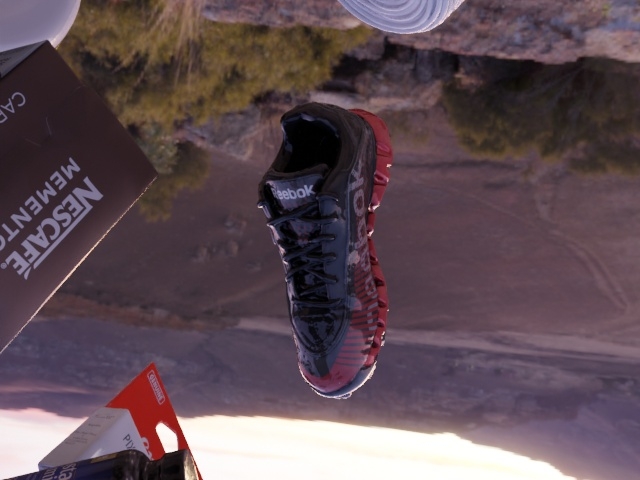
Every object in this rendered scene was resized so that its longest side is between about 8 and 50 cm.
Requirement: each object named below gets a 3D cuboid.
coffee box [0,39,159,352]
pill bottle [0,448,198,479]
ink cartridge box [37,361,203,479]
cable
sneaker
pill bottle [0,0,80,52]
[{"bbox_3d":[-0.237,-0.028,0.418,0.247,0.141,0.098,6,141,42],"label":"coffee box"},{"bbox_3d":[-0.250,0.305,0.781,0.219,0.122,0.123,-13,169,-5],"label":"pill bottle"},{"bbox_3d":[-0.253,0.355,1.017,0.060,0.275,0.239,-3,-155,32],"label":"ink cartridge box"},{"bbox_3d":[0.088,-0.400,0.941,0.257,0.089,0.257,31,161,33],"label":"cable"},{"bbox_3d":[0.000,0.000,0.623,0.098,0.275,0.135,-4,167,32],"label":"sneaker"},{"bbox_3d":[-0.389,-0.222,0.739,0.188,0.187,0.334,16,162,-31],"label":"pill bottle"}]
